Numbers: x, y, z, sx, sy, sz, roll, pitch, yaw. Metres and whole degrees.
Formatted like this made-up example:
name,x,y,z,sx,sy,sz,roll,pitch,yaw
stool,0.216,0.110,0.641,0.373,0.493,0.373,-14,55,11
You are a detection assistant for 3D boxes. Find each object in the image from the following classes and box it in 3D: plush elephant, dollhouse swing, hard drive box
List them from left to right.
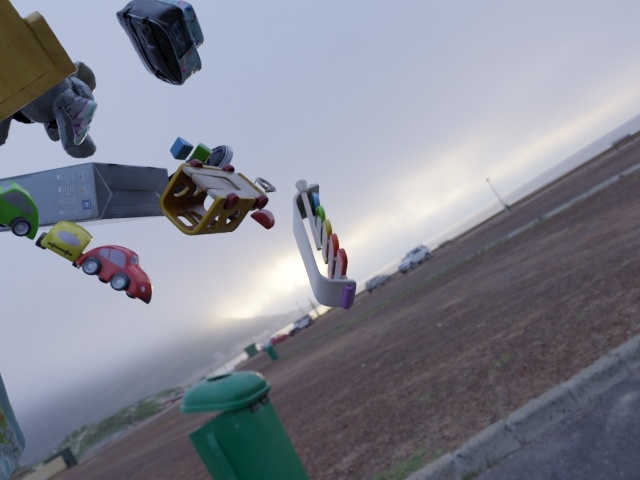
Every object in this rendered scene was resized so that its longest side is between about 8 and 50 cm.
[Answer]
name,x,y,z,sx,sy,sz,roll,pitch,yaw
dollhouse swing,-0.668,-0.320,0.936,0.347,0.305,0.315,-44,32,-19
plush elephant,-0.705,-0.361,1.419,0.271,0.330,0.255,-3,2,-11
hard drive box,-0.404,-0.070,0.946,0.232,0.089,0.181,-6,1,22

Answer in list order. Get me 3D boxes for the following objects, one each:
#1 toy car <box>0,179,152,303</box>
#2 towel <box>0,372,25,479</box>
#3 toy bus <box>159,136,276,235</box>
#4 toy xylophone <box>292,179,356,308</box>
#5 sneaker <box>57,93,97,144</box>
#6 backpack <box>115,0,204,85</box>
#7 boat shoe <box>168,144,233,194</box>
name,x,y,z,sx,sy,sz,roll,pitch,yaw
toy car,-0.329,-0.014,0.677,0.225,0.239,0.053,45,-111,-47
towel,-0.626,0.329,0.875,0.090,0.375,0.321,-1,27,8
toy bus,-0.170,-0.062,0.922,0.104,0.202,0.191,-53,28,16
toy xylophone,0.000,0.000,1.304,0.081,0.323,0.236,-12,-26,-11
sneaker,-0.510,-0.253,1.149,0.098,0.069,0.038,-65,16,9
backpack,-0.478,-0.617,1.721,0.191,0.225,0.254,-50,-32,-29
boat shoe,-0.333,-0.187,1.471,0.228,0.080,0.076,-29,-34,24
